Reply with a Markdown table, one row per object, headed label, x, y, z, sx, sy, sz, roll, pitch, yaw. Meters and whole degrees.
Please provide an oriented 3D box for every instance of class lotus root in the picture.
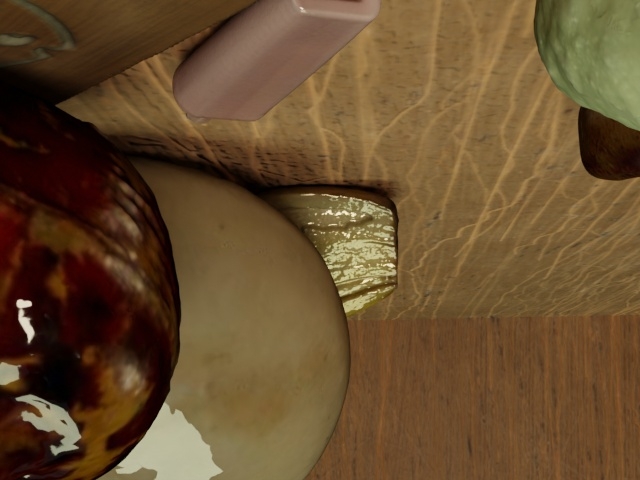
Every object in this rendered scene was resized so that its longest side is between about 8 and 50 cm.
| label | x | y | z | sx | sy | sz | roll | pitch | yaw |
| --- | --- | --- | --- | --- | --- | --- | --- | --- | --- |
| lotus root | 0.003 | 0.001 | 1.041 | 0.135 | 0.095 | 0.159 | -7 | 131 | 9 |

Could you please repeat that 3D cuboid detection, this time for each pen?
| label | x | y | z | sx | sy | sz | roll | pitch | yaw |
| --- | --- | --- | --- | --- | --- | --- | --- | --- | --- |
| pen | -0.031 | -0.085 | 0.591 | 0.053 | 0.032 | 0.197 | 2 | 169 | -24 |

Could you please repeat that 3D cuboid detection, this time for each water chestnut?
| label | x | y | z | sx | sy | sz | roll | pitch | yaw |
| --- | --- | --- | --- | --- | --- | --- | --- | --- | --- |
| water chestnut | -0.207 | 0.043 | 0.588 | 0.289 | 0.244 | 0.289 | 0 | 174 | 0 |

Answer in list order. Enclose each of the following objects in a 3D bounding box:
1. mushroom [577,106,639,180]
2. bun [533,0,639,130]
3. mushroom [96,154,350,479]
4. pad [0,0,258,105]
| label | x | y | z | sx | sy | sz | roll | pitch | yaw |
| --- | --- | --- | --- | --- | --- | --- | --- | --- | --- |
| mushroom | 0.207 | -0.062 | 0.612 | 0.170 | 0.080 | 0.135 | 4 | -177 | -37 |
| bun | 0.176 | -0.071 | 0.369 | 0.212 | 0.126 | 0.204 | 10 | -166 | -29 |
| mushroom | -0.156 | 0.067 | 0.947 | 0.362 | 0.294 | 0.362 | 2 | 136 | 2 |
| pad | -0.200 | -0.098 | 0.514 | 0.284 | 0.018 | 0.286 | 6 | 170 | -36 |
